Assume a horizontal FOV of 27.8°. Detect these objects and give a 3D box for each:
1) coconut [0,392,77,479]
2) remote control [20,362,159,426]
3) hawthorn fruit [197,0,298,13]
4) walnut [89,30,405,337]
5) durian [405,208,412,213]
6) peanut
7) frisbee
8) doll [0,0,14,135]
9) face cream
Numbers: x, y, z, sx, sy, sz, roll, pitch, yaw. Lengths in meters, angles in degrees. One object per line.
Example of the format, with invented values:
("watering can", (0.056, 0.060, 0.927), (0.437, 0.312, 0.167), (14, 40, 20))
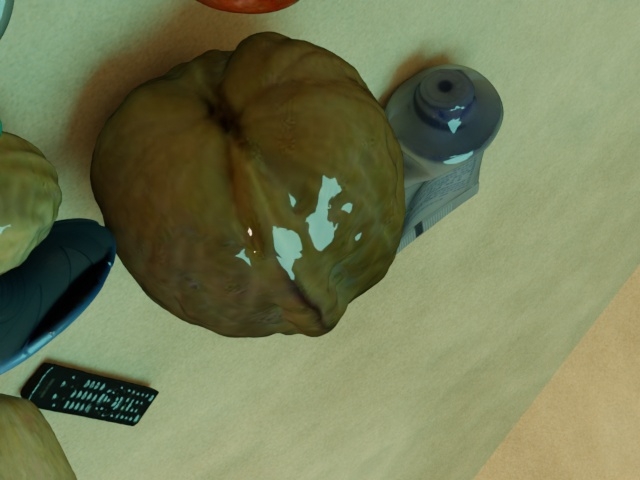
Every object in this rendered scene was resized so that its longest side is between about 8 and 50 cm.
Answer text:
("coconut", (-0.380, 0.304, 1.235), (0.352, 0.352, 0.352), (-35, 151, -23))
("remote control", (-0.280, 0.190, 1.599), (0.063, 0.025, 0.245), (-50, 153, 5))
("hawthorn fruit", (-0.056, -0.276, 1.095), (0.185, 0.202, 0.185), (-31, 141, -29))
("walnut", (-0.064, -0.042, 1.317), (0.306, 0.306, 0.344), (-40, 149, -14))
("durian", (-0.005, -0.008, 1.654), (0.221, 0.095, 0.137), (-23, -172, -27))
("peanut", (-0.372, 0.011, 1.104), (0.325, 0.140, 0.153), (-35, 167, -19))
("frisbee", (-0.301, 0.049, 1.189), (0.242, 0.242, 0.045), (-39, 120, -15))
("doll", (-0.321, -0.131, 0.960), (0.195, 0.153, 0.258), (2, 110, -58))
("face cream", (0.156, -0.094, 1.766), (0.235, 0.137, 0.420), (-39, 160, -17))
